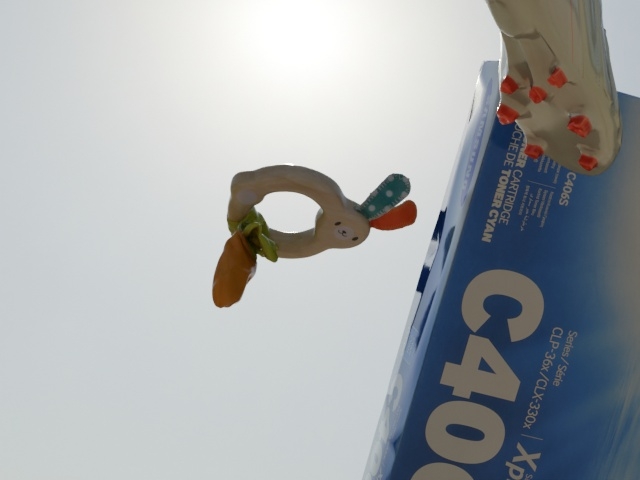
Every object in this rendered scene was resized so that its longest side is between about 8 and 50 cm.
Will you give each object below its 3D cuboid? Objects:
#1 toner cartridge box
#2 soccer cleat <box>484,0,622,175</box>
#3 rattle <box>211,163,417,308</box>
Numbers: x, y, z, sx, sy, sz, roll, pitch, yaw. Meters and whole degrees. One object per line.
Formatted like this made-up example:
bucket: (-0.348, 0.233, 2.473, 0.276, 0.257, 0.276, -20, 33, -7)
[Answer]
toner cartridge box: (0.142, 0.071, 0.744, 0.165, 0.347, 0.075, 14, 7, -8)
soccer cleat: (0.113, -0.112, 0.551, 0.068, 0.076, 0.196, 18, -29, 45)
rattle: (0.000, 0.000, 1.148, 0.200, 0.142, 0.130, 9, -60, -3)
